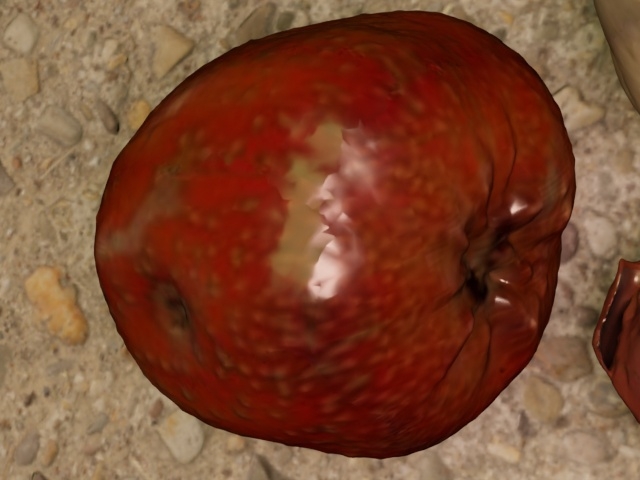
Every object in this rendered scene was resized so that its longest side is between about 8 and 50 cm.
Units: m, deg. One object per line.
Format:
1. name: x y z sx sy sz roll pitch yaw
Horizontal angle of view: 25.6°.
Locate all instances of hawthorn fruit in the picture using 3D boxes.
1. hawthorn fruit: 0.000 0.000 0.851 0.300 0.275 0.275 -14 74 31

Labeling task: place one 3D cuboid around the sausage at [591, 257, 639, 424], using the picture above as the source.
1. sausage: 0.268 0.104 0.766 0.152 0.152 0.279 -42 67 11

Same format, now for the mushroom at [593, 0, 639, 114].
1. mushroom: 0.318 -0.128 0.733 0.315 0.356 0.315 14 110 46
